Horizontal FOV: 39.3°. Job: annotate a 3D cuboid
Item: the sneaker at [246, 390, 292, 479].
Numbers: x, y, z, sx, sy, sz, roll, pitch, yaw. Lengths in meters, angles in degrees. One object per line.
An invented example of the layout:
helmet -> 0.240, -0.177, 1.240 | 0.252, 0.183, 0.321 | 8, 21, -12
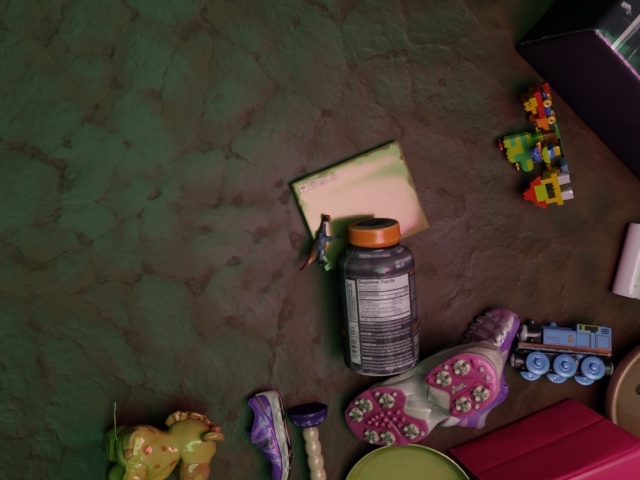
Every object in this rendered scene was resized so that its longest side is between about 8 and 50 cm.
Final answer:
sneaker -> -0.088, 0.341, 1.529 | 0.071, 0.068, 0.170 | -11, 89, 4

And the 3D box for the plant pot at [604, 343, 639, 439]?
plant pot -> 0.615, 0.286, 1.645 | 0.237, 0.110, 0.238 | -1, 97, -12

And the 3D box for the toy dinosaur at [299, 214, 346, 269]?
toy dinosaur -> 0.000, 0.000, 1.495 | 0.090, 0.047, 0.082 | -12, 80, 0

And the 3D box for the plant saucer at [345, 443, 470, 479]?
plant saucer -> 0.156, 0.460, 1.562 | 0.240, 0.037, 0.241 | 2, 101, 11

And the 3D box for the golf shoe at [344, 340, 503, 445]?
golf shoe -> 0.180, 0.257, 1.512 | 0.306, 0.140, 0.115 | -26, 94, 32

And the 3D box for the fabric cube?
fabric cube -> 0.410, 0.462, 1.541 | 0.258, 0.259, 0.254 | -19, 100, -10

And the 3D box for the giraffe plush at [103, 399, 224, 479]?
giraffe plush -> -0.246, 0.343, 1.437 | 0.170, 0.181, 0.210 | -4, 114, -24

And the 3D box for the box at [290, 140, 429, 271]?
box -> 0.069, -0.059, 1.533 | 0.201, 0.021, 0.165 | -23, 100, -10

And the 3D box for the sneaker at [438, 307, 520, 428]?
sneaker -> 0.292, 0.234, 1.583 | 0.104, 0.095, 0.237 | 26, 95, -20

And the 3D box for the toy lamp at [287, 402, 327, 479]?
toy lamp -> -0.002, 0.421, 1.541 | 0.080, 0.080, 0.275 | -9, 95, -11

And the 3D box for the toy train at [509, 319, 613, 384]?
toy train -> 0.431, 0.198, 1.602 | 0.184, 0.080, 0.105 | 5, 71, 1

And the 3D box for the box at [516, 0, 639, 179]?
box -> 0.687, -0.342, 1.507 | 0.480, 0.297, 0.472 | 42, 88, -13

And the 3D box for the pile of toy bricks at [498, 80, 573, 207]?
pile of toy bricks -> 0.365, -0.168, 1.559 | 0.105, 0.118, 0.212 | -12, 117, 17

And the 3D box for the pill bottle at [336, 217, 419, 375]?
pill bottle -> 0.095, 0.088, 1.485 | 0.130, 0.130, 0.246 | -7, 104, -12

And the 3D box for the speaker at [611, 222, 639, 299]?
speaker -> 0.575, 0.037, 1.638 | 0.055, 0.055, 0.136 | 13, 93, -13
